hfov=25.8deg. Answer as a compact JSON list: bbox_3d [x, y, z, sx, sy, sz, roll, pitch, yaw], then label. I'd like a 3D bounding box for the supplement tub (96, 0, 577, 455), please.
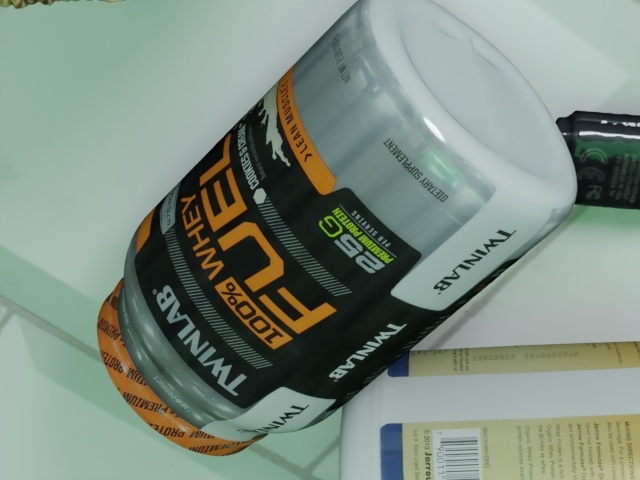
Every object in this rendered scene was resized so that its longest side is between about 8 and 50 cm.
[{"bbox_3d":[0.000,0.000,0.944,0.193,0.193,0.316,36,120,-19],"label":"supplement tub"}]

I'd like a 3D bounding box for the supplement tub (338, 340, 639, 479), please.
[{"bbox_3d":[0.180,0.190,1.039,0.316,0.228,0.228,-3,124,7],"label":"supplement tub"}]

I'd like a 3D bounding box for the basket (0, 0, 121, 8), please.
[{"bbox_3d":[-0.128,-0.223,0.736,0.213,0.299,0.223,-33,116,24],"label":"basket"}]

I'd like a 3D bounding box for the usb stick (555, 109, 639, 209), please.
[{"bbox_3d":[0.299,-0.048,0.979,0.278,0.045,0.077,4,132,1],"label":"usb stick"}]
